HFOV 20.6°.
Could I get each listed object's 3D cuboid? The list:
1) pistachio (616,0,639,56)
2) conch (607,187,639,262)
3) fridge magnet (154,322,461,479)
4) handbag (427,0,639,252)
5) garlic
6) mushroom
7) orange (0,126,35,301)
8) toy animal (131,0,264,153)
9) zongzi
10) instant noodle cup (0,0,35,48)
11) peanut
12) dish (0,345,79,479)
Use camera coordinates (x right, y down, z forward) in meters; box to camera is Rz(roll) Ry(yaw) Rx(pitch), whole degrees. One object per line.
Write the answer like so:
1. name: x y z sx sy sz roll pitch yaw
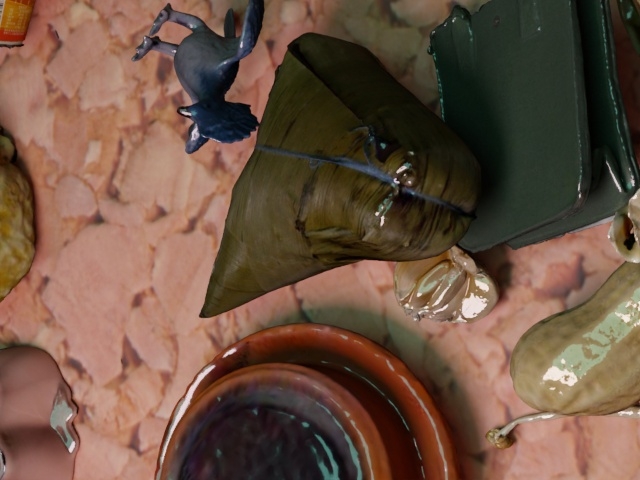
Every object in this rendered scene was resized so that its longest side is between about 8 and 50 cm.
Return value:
1. pistachio: 0.350 -0.266 1.717 0.144 0.144 0.215 -9 78 27
2. conch: 0.393 -0.069 1.614 0.159 0.291 0.210 37 148 4
3. fridge magnet: -0.024 0.267 1.851 0.364 0.155 0.363 -4 82 27
4. handbag: 0.206 -0.131 1.745 0.247 0.079 0.260 -25 70 61
5. garlic: 0.131 0.045 1.838 0.113 0.074 0.094 37 108 21
6. mushroom: 0.297 0.174 1.767 0.286 0.026 0.028 -14 94 25
7. orange: -0.516 -0.058 2.125 0.271 0.210 0.368 -36 72 18
8. toy animal: -0.117 -0.182 1.924 0.176 0.255 0.239 34 125 6
9. zongzi: 0.000 0.000 1.829 0.360 0.160 0.323 -60 32 15
10. instant noodle cup: -0.424 -0.329 2.111 0.213 0.213 0.174 15 100 29
11. peanut: 0.303 0.090 1.720 0.257 0.123 0.123 -34 70 17
12. dish: -0.390 0.228 2.089 0.213 0.090 0.213 -3 83 29
